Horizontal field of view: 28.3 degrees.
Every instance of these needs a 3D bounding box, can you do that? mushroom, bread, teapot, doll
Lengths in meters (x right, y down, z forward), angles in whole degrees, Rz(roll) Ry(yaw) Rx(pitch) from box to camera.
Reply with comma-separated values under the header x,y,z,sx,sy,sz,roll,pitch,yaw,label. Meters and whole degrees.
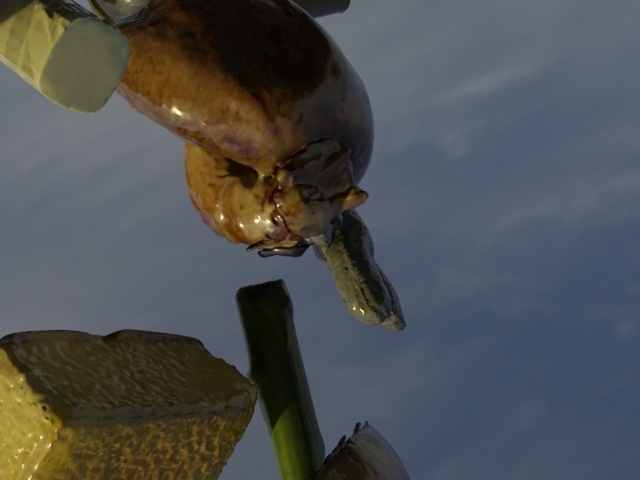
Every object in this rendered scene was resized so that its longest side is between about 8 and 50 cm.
x,y,z,sx,sy,sz,roll,pitch,yaw,label
-0.060,-0.124,1.192,0.195,0.283,0.263,-34,163,14,mushroom
-0.258,0.255,1.290,0.143,0.333,0.323,40,-163,29,bread
-0.251,-0.180,1.028,0.200,0.107,0.077,36,-78,41,teapot
-0.007,0.002,1.858,0.158,0.340,0.246,-30,164,11,doll

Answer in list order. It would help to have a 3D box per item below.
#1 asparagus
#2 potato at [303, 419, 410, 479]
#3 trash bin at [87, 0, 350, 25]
x,y,z,sx,sy,sz,roll,pitch,yaw,label
-0.038,0.178,1.414,0.067,0.278,0.060,-13,170,-21,asparagus
0.030,0.179,0.705,0.100,0.120,0.261,33,-166,12,potato
-0.138,-0.350,1.630,0.333,0.214,0.214,-12,-154,-14,trash bin
